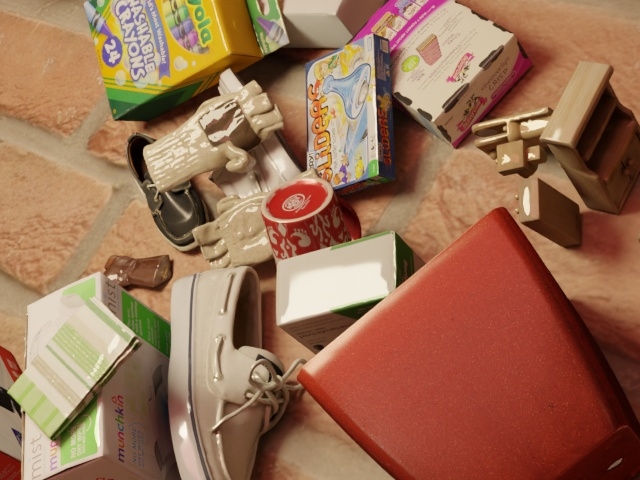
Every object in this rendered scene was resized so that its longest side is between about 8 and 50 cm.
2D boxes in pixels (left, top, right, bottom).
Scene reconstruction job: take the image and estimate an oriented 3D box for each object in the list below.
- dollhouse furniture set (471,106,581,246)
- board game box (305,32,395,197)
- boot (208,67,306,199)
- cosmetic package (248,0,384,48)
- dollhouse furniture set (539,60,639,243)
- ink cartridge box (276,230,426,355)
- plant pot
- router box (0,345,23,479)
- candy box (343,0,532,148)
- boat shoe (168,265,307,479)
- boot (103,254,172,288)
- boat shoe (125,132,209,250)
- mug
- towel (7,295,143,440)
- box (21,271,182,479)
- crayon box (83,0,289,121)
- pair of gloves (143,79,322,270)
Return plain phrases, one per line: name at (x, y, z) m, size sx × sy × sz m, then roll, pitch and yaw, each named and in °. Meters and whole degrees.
dollhouse furniture set at (0.233, -0.068, 1.423) m, size 0.123 × 0.144 × 0.151 m, roll -11°, pitch 69°, yaw 34°
board game box at (0.038, -0.164, 1.614) m, size 0.136 × 0.035 × 0.201 m, roll -18°, pitch 68°, yaw 44°
boot at (-0.118, -0.132, 1.713) m, size 0.123 × 0.095 × 0.258 m, roll -37°, pitch 52°, yaw 8°
cosmetic package at (0.003, -0.478, 1.869) m, size 0.284 × 0.097 × 0.377 m, roll 7°, pitch 65°, yaw 40°
dollhouse furniture set at (0.391, -0.092, 1.300) m, size 0.242 × 0.161 × 0.212 m, roll 16°, pitch 70°, yaw 40°
ink cartridge box at (0.065, 0.086, 1.370) m, size 0.153 × 0.208 × 0.087 m, roll -17°, pitch 56°, yaw 25°
plant pot at (0.185, 0.173, 1.212) m, size 0.267 × 0.267 × 0.235 m, roll -40°, pitch 59°, yaw 5°
router box at (-0.487, 0.215, 1.591) m, size 0.082 × 0.301 × 0.335 m, roll -45°, pitch 47°, yaw 1°
candy box at (0.152, -0.248, 1.629) m, size 0.159 × 0.071 × 0.233 m, roll -47°, pitch 46°, yaw 0°
boat shoe at (-0.093, 0.177, 1.484) m, size 0.156 × 0.136 × 0.367 m, roll -18°, pitch 45°, yaw 11°
boot at (-0.274, 0.066, 1.734) m, size 0.114 × 0.037 × 0.106 m, roll 2°, pitch 64°, yaw 30°
boat shoe at (-0.233, -0.073, 1.769) m, size 0.084 × 0.079 × 0.233 m, roll -36°, pitch 48°, yaw 7°
mug at (-0.009, 0.003, 1.487) m, size 0.113 × 0.169 × 0.150 m, roll -12°, pitch 37°, yaw 8°
towel at (-0.284, 0.147, 1.378) m, size 0.152 × 0.023 × 0.113 m, roll -49°, pitch 47°, yaw -6°
box at (-0.252, 0.213, 1.481) m, size 0.127 × 0.231 × 0.262 m, roll -24°, pitch 49°, yaw 19°
crayon box at (-0.213, -0.333, 1.824) m, size 0.323 × 0.083 × 0.203 m, roll -22°, pitch 79°, yaw 36°
pair of gloves at (-0.111, -0.082, 1.624) m, size 0.204 × 0.042 × 0.240 m, roll -35°, pitch 77°, yaw 11°
